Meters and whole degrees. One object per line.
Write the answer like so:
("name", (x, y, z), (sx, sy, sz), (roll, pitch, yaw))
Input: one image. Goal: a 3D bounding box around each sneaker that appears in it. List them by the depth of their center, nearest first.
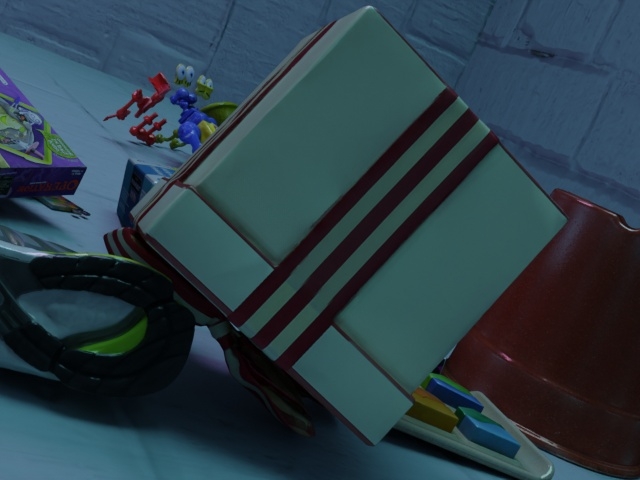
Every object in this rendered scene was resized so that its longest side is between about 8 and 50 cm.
("sneaker", (-0.240, 0.032, 0.651), (0.300, 0.111, 0.121), (22, -8, -17))

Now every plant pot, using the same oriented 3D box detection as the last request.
("plant pot", (0.316, 0.095, 1.149), (0.272, 0.265, 0.272), (23, 9, -4))

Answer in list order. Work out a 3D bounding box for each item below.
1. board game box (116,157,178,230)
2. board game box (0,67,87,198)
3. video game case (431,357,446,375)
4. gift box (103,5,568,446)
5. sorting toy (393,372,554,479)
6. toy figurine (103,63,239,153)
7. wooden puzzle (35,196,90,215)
("board game box", (-0.067, -0.019, 1.186), (0.336, 0.079, 0.254), (11, 7, -19))
("board game box", (-0.432, -0.168, 1.041), (0.208, 0.056, 0.347), (-11, 49, -49))
("video game case", (0.043, 0.091, 1.177), (0.232, 0.042, 0.210), (25, 7, 5))
("gift box", (0.000, 0.000, 0.782), (0.255, 0.258, 0.276), (44, -7, -9))
("sorting toy", (0.110, 0.160, 0.956), (0.208, 0.038, 0.193), (21, 9, -21))
("toy figurine", (-0.237, -0.179, 1.917), (0.217, 0.191, 0.362), (58, 10, 13))
("wooden puzzle", (-0.318, -0.047, 1.154), (0.083, 0.006, 0.049), (29, 10, 30))
